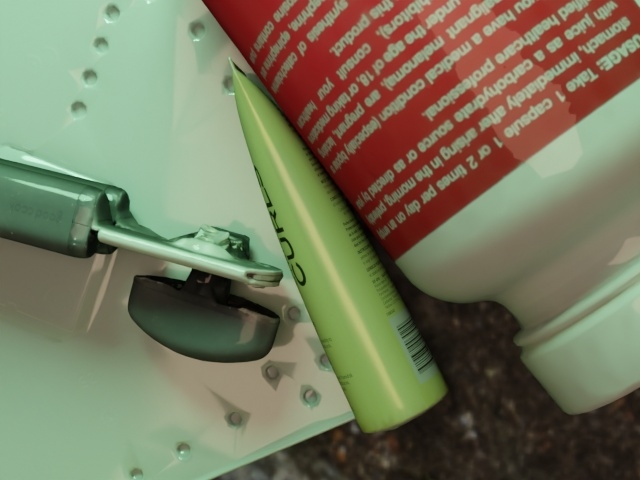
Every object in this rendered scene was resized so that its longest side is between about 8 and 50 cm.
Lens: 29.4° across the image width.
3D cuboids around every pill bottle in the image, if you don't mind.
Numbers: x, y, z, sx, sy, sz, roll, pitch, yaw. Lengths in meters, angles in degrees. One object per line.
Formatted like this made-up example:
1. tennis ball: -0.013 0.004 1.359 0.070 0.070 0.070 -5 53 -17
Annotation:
1. pill bottle: 0.089 -0.115 0.704 0.229 0.229 0.408 -37 86 10

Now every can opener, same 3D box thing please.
1. can opener: -0.160 0.008 0.782 0.283 0.076 0.095 14 95 11

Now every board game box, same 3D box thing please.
1. board game box: -0.191 0.000 0.852 0.390 0.050 0.390 -24 89 11

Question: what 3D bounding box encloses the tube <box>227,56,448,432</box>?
1. tube: 0.000 0.000 0.752 0.070 0.062 0.240 -22 94 51
